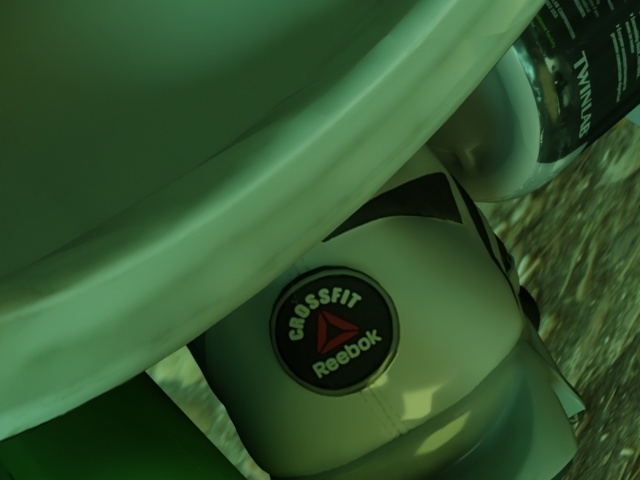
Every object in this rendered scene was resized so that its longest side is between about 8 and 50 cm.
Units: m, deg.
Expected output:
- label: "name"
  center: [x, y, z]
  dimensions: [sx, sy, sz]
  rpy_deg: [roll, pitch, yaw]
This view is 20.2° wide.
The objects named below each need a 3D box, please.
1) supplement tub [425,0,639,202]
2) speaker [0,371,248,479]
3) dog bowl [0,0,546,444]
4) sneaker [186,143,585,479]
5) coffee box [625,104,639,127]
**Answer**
- label: "supplement tub"
  center: [0.100, -0.108, 0.690]
  dimensions: [0.190, 0.117, 0.117]
  rpy_deg: [-38, 151, -30]
- label: "speaker"
  center: [-0.059, 0.105, 0.461]
  dimensions: [0.131, 0.296, 0.131]
  rpy_deg: [-11, 115, -25]
- label: "dog bowl"
  center: [-0.056, -0.158, 0.322]
  dimensions: [0.408, 0.150, 0.408]
  rpy_deg: [-40, 153, -26]
- label: "sneaker"
  center: [0.000, 0.000, 0.620]
  dimensions: [0.122, 0.146, 0.330]
  rpy_deg: [-31, -175, -3]
- label: "coffee box"
  center: [0.246, -0.191, 0.832]
  dimensions: [0.168, 0.119, 0.297]
  rpy_deg: [-21, 140, -48]
